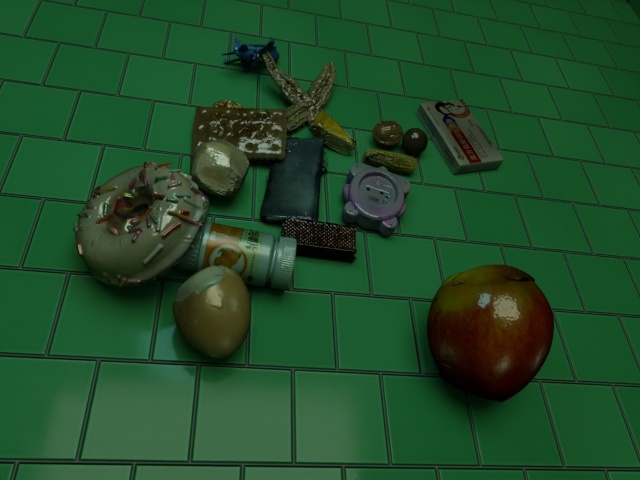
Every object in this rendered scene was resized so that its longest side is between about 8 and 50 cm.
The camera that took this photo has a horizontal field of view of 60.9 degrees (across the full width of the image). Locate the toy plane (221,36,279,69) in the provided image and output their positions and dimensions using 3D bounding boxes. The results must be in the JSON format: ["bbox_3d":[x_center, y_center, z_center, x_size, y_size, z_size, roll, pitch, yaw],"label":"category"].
[{"bbox_3d":[-0.250,-0.732,2.142,0.271,0.254,0.104,-5,87,-53],"label":"toy plane"}]

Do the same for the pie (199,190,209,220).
[{"bbox_3d":[-0.465,-0.101,1.678,0.241,0.054,0.240,6,54,-9],"label":"pie"}]

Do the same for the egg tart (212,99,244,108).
[{"bbox_3d":[-0.334,-0.456,1.976,0.131,0.052,0.130,8,51,-10],"label":"egg tart"}]

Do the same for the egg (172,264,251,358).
[{"bbox_3d":[-0.278,0.187,1.426,0.201,0.201,0.244,-12,70,-23],"label":"egg"}]

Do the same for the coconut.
[{"bbox_3d":[-0.329,-0.231,1.729,0.195,0.194,0.194,7,53,-10],"label":"coconut"}]

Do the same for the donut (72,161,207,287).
[{"bbox_3d":[-0.497,-0.053,1.478,0.383,0.142,0.382,-11,56,16],"label":"donut"}]

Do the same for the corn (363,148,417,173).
[{"bbox_3d":[0.258,-0.293,2.009,0.203,0.072,0.072,12,52,-6],"label":"corn"}]

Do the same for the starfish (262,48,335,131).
[{"bbox_3d":[-0.091,-0.561,2.079,0.324,0.082,0.431,15,65,-20],"label":"starfish"}]

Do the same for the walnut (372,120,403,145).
[{"bbox_3d":[0.253,-0.404,2.067,0.125,0.105,0.105,-11,58,-14],"label":"walnut"}]

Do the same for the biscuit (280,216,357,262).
[{"bbox_3d":[0.000,0.000,1.720,0.252,0.070,0.106,8,54,-10],"label":"biscuit"}]

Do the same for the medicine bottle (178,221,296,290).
[{"bbox_3d":[-0.238,0.041,1.569,0.318,0.158,0.158,10,52,-7],"label":"medicine bottle"}]

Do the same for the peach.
[{"bbox_3d":[0.467,0.253,1.506,0.370,0.370,0.369,7,53,-10],"label":"peach"}]

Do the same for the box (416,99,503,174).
[{"bbox_3d":[0.556,-0.423,2.190,0.214,0.069,0.353,-10,56,-21],"label":"box"}]

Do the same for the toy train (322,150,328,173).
[{"bbox_3d":[-0.009,-0.280,1.943,0.064,0.044,0.103,-2,54,-10],"label":"toy train"}]

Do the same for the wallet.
[{"bbox_3d":[-0.088,-0.210,1.845,0.191,0.046,0.378,2,54,4],"label":"wallet"}]

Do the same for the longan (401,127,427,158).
[{"bbox_3d":[0.360,-0.369,2.077,0.106,0.106,0.119,-1,98,-16],"label":"longan"}]

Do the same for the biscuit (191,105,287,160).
[{"bbox_3d":[-0.278,-0.373,1.883,0.325,0.044,0.217,2,66,-3],"label":"biscuit"}]

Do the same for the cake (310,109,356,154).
[{"bbox_3d":[0.045,-0.399,2.012,0.185,0.079,0.116,18,48,-13],"label":"cake"}]

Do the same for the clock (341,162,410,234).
[{"bbox_3d":[0.185,-0.143,1.866,0.228,0.090,0.247,19,53,-1],"label":"clock"}]
